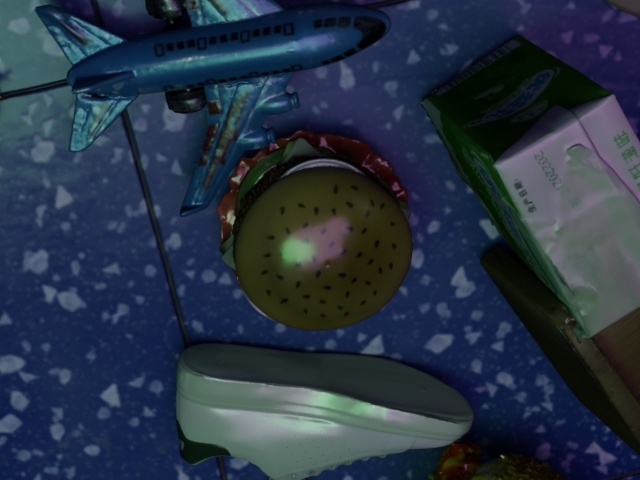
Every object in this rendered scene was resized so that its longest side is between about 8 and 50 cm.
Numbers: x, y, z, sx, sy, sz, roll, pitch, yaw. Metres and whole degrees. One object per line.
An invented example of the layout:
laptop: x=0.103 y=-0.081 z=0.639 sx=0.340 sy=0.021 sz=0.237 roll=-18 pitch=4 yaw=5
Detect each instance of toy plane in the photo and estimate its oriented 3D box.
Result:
toy plane: x=-0.080 y=-0.151 z=1.150 sx=0.271 sy=0.105 sz=0.254 roll=-12 pitch=111 yaw=-5

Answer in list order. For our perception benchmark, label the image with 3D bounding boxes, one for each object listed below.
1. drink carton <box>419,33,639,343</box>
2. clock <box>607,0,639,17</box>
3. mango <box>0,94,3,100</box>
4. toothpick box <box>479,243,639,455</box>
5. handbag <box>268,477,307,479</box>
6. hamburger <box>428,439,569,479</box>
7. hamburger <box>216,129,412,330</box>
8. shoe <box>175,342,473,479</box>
drink carton: x=0.180 y=-0.050 z=1.133 sx=0.108 sy=0.271 sz=0.161 roll=-32 pitch=108 yaw=3
clock: x=0.301 y=-0.298 z=1.195 sx=0.235 sy=0.029 sz=0.235 roll=-3 pitch=111 yaw=-7
mango: x=-0.344 y=-0.092 z=1.159 sx=0.187 sy=0.066 sz=0.101 roll=-8 pitch=109 yaw=2
toothpick box: x=0.330 y=0.014 z=1.232 sx=0.308 sy=0.190 sz=0.187 roll=-37 pitch=110 yaw=1
handbag: x=-0.020 y=0.255 z=1.342 sx=0.083 sy=0.027 sz=0.061 roll=33 pitch=101 yaw=-18
hamburger: x=0.194 y=0.322 z=1.267 sx=0.179 sy=0.276 sz=0.294 roll=-40 pitch=115 yaw=18
hamburger: x=-0.002 y=-0.003 z=1.197 sx=0.175 sy=0.137 sz=0.175 roll=-2 pitch=106 yaw=-6
shoe: x=-0.003 y=0.163 z=1.283 sx=0.265 sy=0.095 sz=0.110 roll=12 pitch=112 yaw=-5
